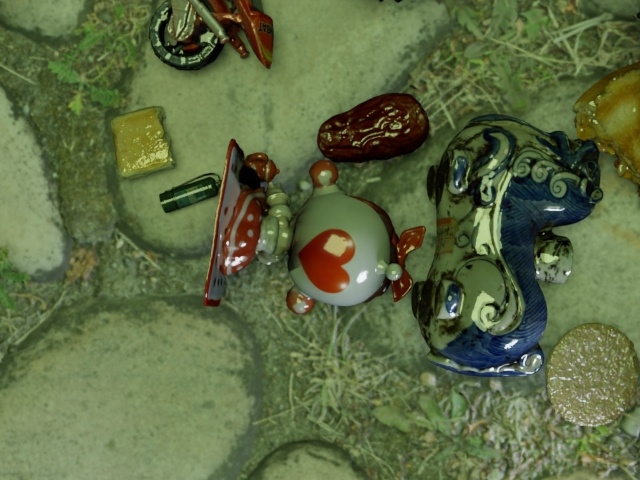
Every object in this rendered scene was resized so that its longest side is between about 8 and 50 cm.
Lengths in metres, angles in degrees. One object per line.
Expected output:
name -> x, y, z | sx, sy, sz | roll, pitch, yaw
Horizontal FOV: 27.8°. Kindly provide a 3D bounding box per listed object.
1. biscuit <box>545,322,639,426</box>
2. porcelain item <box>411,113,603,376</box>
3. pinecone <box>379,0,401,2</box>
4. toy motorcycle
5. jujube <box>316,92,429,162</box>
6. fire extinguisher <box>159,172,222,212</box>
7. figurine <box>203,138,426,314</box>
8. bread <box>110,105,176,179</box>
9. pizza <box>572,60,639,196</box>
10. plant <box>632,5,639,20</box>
biscuit -> 0.299, 0.148, 1.422 | 0.120, 0.015, 0.120 | -2, 96, -18
porcelain item -> 0.205, 0.008, 1.423 | 0.186, 0.138, 0.288 | 8, 82, -9
pinecone -> 0.085, -0.343, 1.448 | 0.165, 0.163, 0.163 | -33, 82, 22
toy motorcycle -> -0.120, -0.344, 1.503 | 0.171, 0.089, 0.298 | 1, 85, 9
jujube -> 0.059, -0.125, 1.468 | 0.129, 0.077, 0.077 | -13, 84, 5
fire extinguisher -> -0.147, -0.059, 1.517 | 0.083, 0.025, 0.038 | -18, 60, 6
figurine -> 0.000, 0.000, 1.435 | 0.226, 0.160, 0.183 | 9, 87, 3
bread -> -0.211, -0.115, 1.526 | 0.070, 0.035, 0.083 | -18, 77, 5
pizza -> 0.368, -0.099, 1.429 | 0.188, 0.062, 0.199 | -16, 94, -21
plant -> 0.434, -0.185, 1.331 | 0.204, 0.178, 0.234 | -5, 85, 49
